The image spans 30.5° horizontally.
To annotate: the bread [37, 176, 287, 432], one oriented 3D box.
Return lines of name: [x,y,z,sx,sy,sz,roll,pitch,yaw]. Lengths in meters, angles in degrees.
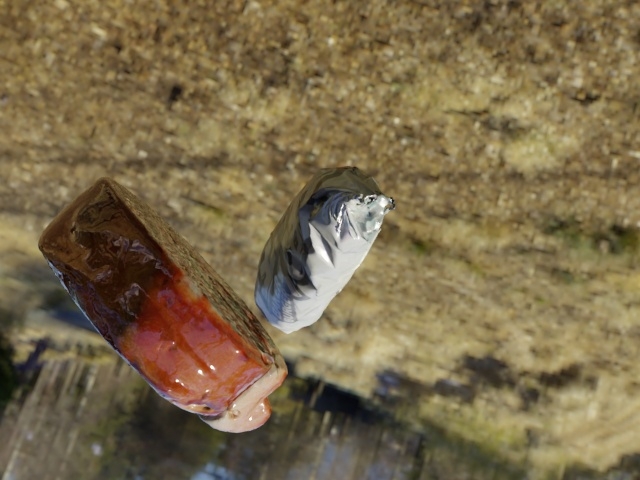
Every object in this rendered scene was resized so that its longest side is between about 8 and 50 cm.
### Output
bread: [-0.173,0.068,1.296,0.295,0.114,0.327,49,-179,22]

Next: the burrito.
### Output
burrito: [0.000,0.000,1.352,0.101,0.139,0.445,12,161,-9]
